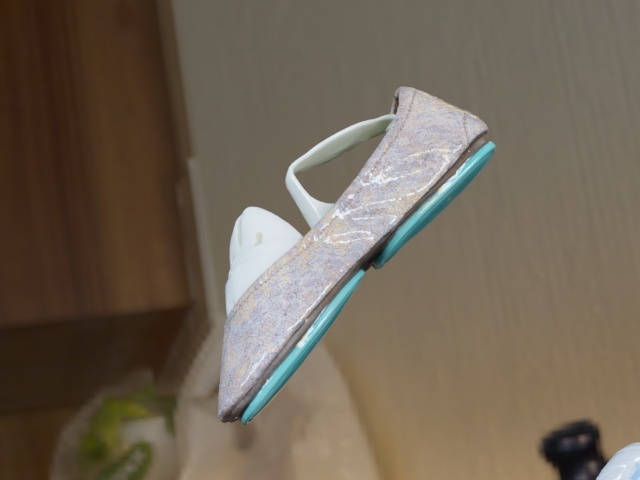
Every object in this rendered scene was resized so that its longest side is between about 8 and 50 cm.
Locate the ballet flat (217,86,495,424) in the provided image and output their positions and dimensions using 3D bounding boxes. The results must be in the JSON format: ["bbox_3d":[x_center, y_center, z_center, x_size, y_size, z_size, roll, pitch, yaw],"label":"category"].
[{"bbox_3d":[0.000,0.000,1.263,0.316,0.106,0.107,-46,-8,-31],"label":"ballet flat"}]

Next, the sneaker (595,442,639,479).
[{"bbox_3d":[0.183,0.229,1.133,0.085,0.086,0.237,-27,-29,-40],"label":"sneaker"}]
